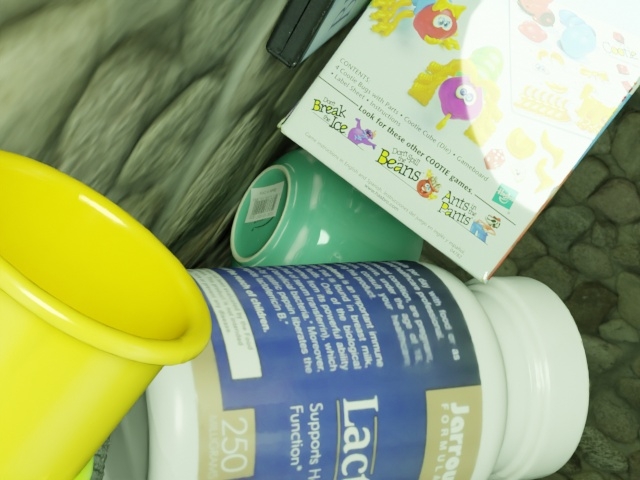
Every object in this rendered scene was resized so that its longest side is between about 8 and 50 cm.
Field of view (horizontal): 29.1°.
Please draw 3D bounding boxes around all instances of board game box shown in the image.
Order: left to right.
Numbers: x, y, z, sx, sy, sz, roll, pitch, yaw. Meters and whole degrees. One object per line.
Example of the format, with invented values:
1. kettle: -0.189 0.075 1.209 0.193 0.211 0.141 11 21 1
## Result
1. board game box: 0.122 -0.133 0.705 0.275 0.144 0.142 -53 177 9

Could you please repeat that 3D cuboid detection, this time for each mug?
1. mug: -0.012 0.008 0.878 0.158 0.097 0.129 -53 -149 21

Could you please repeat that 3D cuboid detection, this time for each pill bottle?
1. pill bottle: 0.010 0.088 0.701 0.264 0.153 0.153 -3 148 -26

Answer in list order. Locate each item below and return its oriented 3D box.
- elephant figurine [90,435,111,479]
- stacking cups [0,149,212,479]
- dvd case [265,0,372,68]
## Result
1. elephant figurine: -0.173 0.183 0.585 0.169 0.186 0.239 -2 135 -24
2. stacking cups: -0.157 0.123 0.403 0.316 0.096 0.096 -54 176 16
3. dvd case: 0.069 -0.208 0.662 0.253 0.022 0.180 -48 173 -50
